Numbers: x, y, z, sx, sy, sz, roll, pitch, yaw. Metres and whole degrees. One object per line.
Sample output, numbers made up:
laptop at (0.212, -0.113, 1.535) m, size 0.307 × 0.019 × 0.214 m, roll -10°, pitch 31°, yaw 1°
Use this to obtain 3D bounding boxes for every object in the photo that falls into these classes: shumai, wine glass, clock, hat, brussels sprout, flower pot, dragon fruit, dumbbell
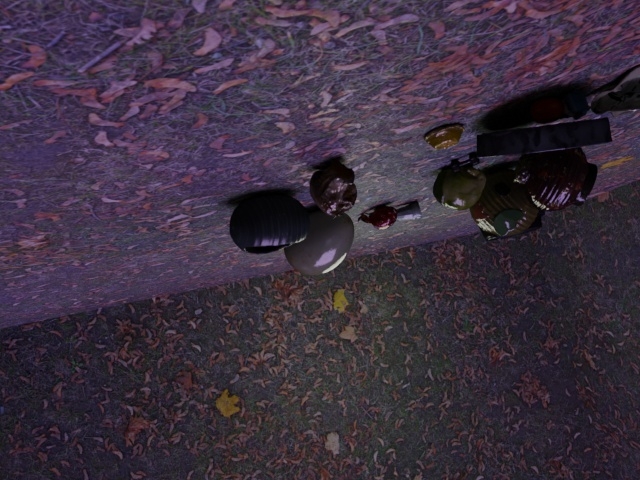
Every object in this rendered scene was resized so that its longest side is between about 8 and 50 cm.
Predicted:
shumai at (0.046, -0.141, 1.399) m, size 0.146 × 0.145 × 0.116 m, roll -6°, pitch 159°, yaw -41°
wine glass at (0.325, -0.109, 2.217) m, size 0.155 × 0.073 × 0.073 m, roll -10°, pitch 172°, yaw 3°
clock at (0.539, -0.250, 1.343) m, size 0.313 × 0.061 × 0.312 m, roll -7°, pitch -171°, yaw 1°
hat at (0.724, -0.355, 1.278) m, size 0.123 × 0.081 × 0.166 m, roll 24°, pitch 157°, yaw 8°
brussels sprout at (0.449, -0.172, 1.786) m, size 0.183 × 0.145 × 0.131 m, roll -1°, pitch -168°, yaw -35°
flower pot at (-0.145, -0.048, 1.582) m, size 0.243 × 0.157 × 0.189 m, roll -5°, pitch 167°, yaw -39°
dragon fruit at (0.222, -0.082, 2.158) m, size 0.094 × 0.094 × 0.191 m, roll -5°, pitch 174°, yaw -45°
dumbbell at (0.436, -0.236, 1.660) m, size 0.083 × 0.040 × 0.036 m, roll -19°, pitch 138°, yaw 32°

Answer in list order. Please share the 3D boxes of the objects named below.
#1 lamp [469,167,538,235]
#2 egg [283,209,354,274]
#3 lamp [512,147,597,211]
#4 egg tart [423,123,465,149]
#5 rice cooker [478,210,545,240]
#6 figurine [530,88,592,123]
lamp at (0.666, -0.148, 1.937) m, size 0.284 × 0.250 × 0.250 m, roll -43°, pitch 157°, yaw 28°
egg at (0.000, 0.000, 1.919) m, size 0.219 × 0.218 × 0.295 m, roll -5°, pitch 158°, yaw -45°
lamp at (0.728, -0.206, 1.724) m, size 0.247 × 0.246 × 0.247 m, roll -13°, pitch 171°, yaw -2°
egg tart at (0.307, -0.252, 1.354) m, size 0.105 × 0.039 × 0.105 m, roll -12°, pitch 173°, yaw -1°
rice cooker at (0.768, -0.127, 2.254) m, size 0.268 × 0.224 × 0.267 m, roll -11°, pitch 171°, yaw -2°
figurine at (0.554, -0.306, 1.280) m, size 0.140 × 0.068 × 0.075 m, roll -14°, pitch 175°, yaw -11°
